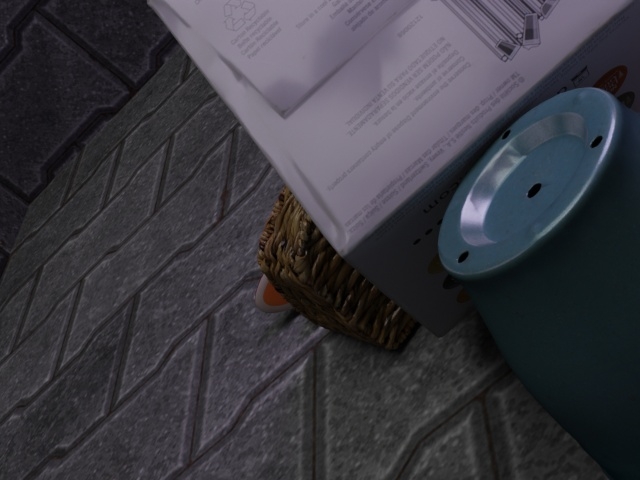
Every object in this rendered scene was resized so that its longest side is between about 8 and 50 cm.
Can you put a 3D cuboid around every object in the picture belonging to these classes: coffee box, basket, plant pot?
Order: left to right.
[{"bbox_3d":[0.052,-0.047,1.582,0.299,0.213,0.223,-55,21,-9],"label":"basket"},{"bbox_3d":[0.104,-0.165,1.261,0.337,0.334,0.338,-41,65,4],"label":"coffee box"},{"bbox_3d":[0.242,0.024,1.019,0.271,0.255,0.272,-41,22,21],"label":"plant pot"}]

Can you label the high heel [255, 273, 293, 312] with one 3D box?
[{"bbox_3d":[0.000,0.000,1.811,0.244,0.082,0.117,-50,10,17],"label":"high heel"}]
